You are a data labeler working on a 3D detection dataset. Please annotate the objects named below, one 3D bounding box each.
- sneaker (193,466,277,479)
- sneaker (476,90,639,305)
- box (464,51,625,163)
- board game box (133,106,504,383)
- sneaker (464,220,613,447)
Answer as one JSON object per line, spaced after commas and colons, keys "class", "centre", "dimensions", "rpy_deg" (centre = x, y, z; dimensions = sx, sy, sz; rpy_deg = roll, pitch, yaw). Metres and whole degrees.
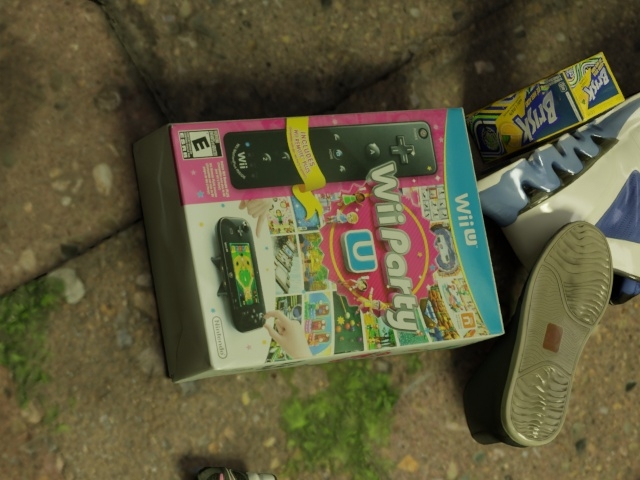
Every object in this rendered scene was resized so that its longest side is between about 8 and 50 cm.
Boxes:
{"class": "sneaker", "centre": [-0.097, 0.276, 1.645], "dimensions": [0.077, 0.072, 0.178], "rpy_deg": [19, 61, -11]}
{"class": "sneaker", "centre": [0.300, -0.040, 1.906], "dimensions": [0.315, 0.127, 0.182], "rpy_deg": [-28, 95, -24]}
{"class": "box", "centre": [0.213, -0.126, 1.842], "dimensions": [0.059, 0.169, 0.054], "rpy_deg": [-27, 91, -31]}
{"class": "board game box", "centre": [0.000, 0.000, 1.741], "dimensions": [0.303, 0.097, 0.224], "rpy_deg": [-5, 80, -30]}
{"class": "sneaker", "centre": [0.196, 0.087, 1.804], "dimensions": [0.083, 0.118, 0.222], "rpy_deg": [27, 74, -17]}
